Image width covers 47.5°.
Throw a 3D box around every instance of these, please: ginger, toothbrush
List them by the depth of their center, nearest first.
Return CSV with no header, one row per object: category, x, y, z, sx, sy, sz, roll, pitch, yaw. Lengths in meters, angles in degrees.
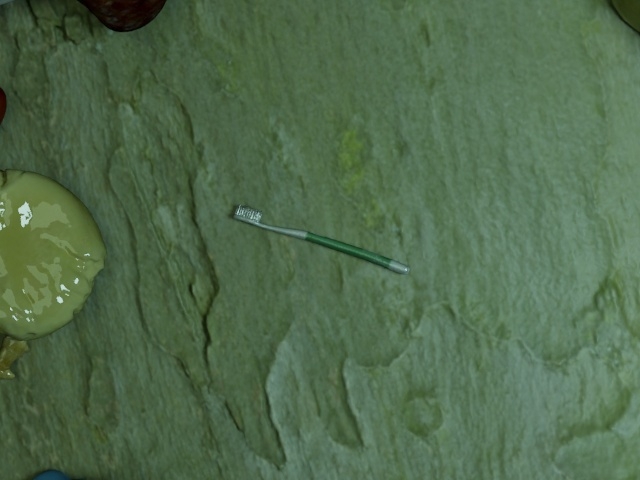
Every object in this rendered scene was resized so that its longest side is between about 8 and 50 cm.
toothbrush,0.000,0.000,0.999,0.257,0.018,0.024,19,87,8
ginger,-0.517,0.123,1.057,0.193,0.052,0.176,26,89,6

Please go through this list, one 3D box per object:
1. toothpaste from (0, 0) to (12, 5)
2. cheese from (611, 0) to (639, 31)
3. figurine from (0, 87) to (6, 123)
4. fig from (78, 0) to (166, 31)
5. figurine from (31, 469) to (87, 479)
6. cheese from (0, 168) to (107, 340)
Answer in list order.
toothpaste,-0.427,-0.367,1.044,0.301,0.048,0.075,-23,60,1
cheese,0.580,-0.247,0.870,0.383,0.104,0.384,0,91,8
figurine,-0.617,-0.137,0.981,0.261,0.269,0.211,12,98,17
fig,-0.252,-0.422,0.971,0.170,0.145,0.274,30,82,-28
figurine,-0.334,0.416,0.986,0.261,0.154,0.180,2,80,12
cheese,-0.411,0.017,1.000,0.226,0.117,0.214,37,80,-4
